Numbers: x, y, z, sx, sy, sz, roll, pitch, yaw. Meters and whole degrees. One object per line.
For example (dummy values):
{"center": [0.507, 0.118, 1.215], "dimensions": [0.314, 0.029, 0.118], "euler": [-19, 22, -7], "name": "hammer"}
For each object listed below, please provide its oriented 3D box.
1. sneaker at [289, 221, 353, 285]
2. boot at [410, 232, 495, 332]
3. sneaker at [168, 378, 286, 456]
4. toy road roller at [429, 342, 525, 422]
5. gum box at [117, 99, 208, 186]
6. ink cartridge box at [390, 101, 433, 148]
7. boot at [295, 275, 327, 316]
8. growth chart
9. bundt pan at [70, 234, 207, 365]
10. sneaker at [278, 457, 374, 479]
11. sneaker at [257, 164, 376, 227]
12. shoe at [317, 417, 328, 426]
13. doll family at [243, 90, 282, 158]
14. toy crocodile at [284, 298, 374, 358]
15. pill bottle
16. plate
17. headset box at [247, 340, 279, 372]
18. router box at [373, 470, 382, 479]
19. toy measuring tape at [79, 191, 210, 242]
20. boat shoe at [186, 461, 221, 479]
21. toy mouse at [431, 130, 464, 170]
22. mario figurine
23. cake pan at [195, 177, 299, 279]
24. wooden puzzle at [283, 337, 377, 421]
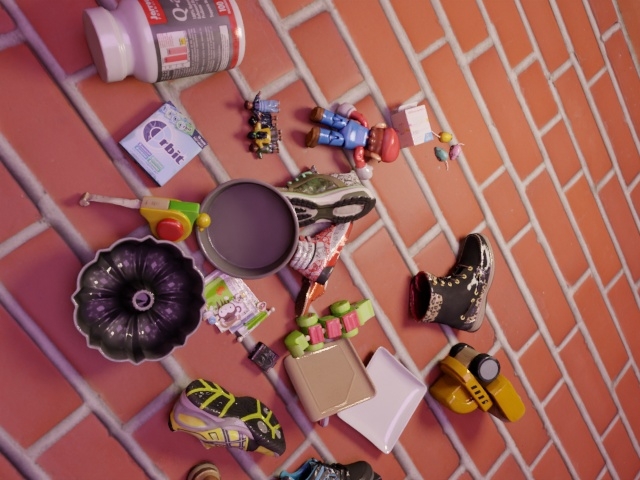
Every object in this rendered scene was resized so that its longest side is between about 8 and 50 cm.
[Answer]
{"center": [0.000, 0.000, 1.585], "dimensions": [0.145, 0.090, 0.270], "euler": [28, 60, -3], "name": "sneaker"}
{"center": [0.481, 0.144, 1.829], "dimensions": [0.284, 0.138, 0.377], "euler": [8, 92, -28], "name": "boot"}
{"center": [-0.262, 0.535, 1.447], "dimensions": [0.384, 0.145, 0.147], "euler": [39, 104, -26], "name": "sneaker"}
{"center": [0.560, 0.560, 1.843], "dimensions": [0.240, 0.202, 0.329], "euler": [-39, 103, -10], "name": "toy road roller"}
{"center": [-0.431, -0.266, 1.377], "dimensions": [0.184, 0.041, 0.157], "euler": [-48, 111, -19], "name": "gum box"}
{"center": [0.318, -0.406, 1.755], "dimensions": [0.092, 0.090, 0.143], "euler": [-20, 99, -27], "name": "ink cartridge box"}
{"center": [-0.025, 0.175, 1.595], "dimensions": [0.084, 0.059, 0.158], "euler": [25, 78, -31], "name": "boot"}
{"center": [-0.268, 0.188, 1.483], "dimensions": [0.172, 0.021, 0.237], "euler": [-48, 110, -19], "name": "growth chart"}
{"center": [-0.476, 0.149, 1.311], "dimensions": [0.331, 0.124, 0.331], "euler": [-1, 92, -28], "name": "bundt pan"}
{"center": [0.023, 0.762, 1.590], "dimensions": [0.341, 0.125, 0.140], "euler": [-8, 90, -30], "name": "sneaker"}
{"center": [-0.040, -0.151, 1.563], "dimensions": [0.410, 0.158, 0.182], "euler": [-2, 53, -19], "name": "sneaker"}
{"center": [-0.028, 0.514, 1.596], "dimensions": [0.081, 0.063, 0.178], "euler": [-7, 89, -27], "name": "shoe"}
{"center": [-0.177, -0.346, 1.501], "dimensions": [0.111, 0.076, 0.193], "euler": [-5, 88, -24], "name": "doll family"}
{"center": [0.035, 0.275, 1.600], "dimensions": [0.340, 0.105, 0.115], "euler": [-17, 99, -28], "name": "toy crocodile"}
{"center": [-0.399, -0.527, 1.296], "dimensions": [0.363, 0.210, 0.210], "euler": [-21, 100, -27], "name": "pill bottle"}
{"center": [0.212, 0.551, 1.733], "dimensions": [0.277, 0.045, 0.278], "euler": [44, 71, -21], "name": "plate"}
{"center": [-0.171, 0.360, 1.531], "dimensions": [0.083, 0.032, 0.062], "euler": [45, 71, -20], "name": "headset box"}
{"center": [0.088, 0.946, 1.649], "dimensions": [0.309, 0.081, 0.243], "euler": [-18, 99, -27], "name": "router box"}
{"center": [-0.464, -0.057, 1.340], "dimensions": [0.330, 0.121, 0.121], "euler": [6, 88, -12], "name": "toy measuring tape"}
{"center": [-0.322, 0.804, 1.404], "dimensions": [0.122, 0.120, 0.324], "euler": [-5, 93, -28], "name": "boat shoe"}
{"center": [0.485, -0.336, 1.879], "dimensions": [0.161, 0.031, 0.143], "euler": [0, 90, -29], "name": "toy mouse"}
{"center": [0.109, -0.327, 1.650], "dimensions": [0.320, 0.170, 0.198], "euler": [14, 120, -18], "name": "mario figurine"}
{"center": [-0.205, -0.034, 1.422], "dimensions": [0.293, 0.054, 0.293], "euler": [1, 105, 2], "name": "cake pan"}
{"center": [0.029, 0.435, 1.577], "dimensions": [0.238, 0.044, 0.221], "euler": [-14, 56, -26], "name": "wooden puzzle"}
